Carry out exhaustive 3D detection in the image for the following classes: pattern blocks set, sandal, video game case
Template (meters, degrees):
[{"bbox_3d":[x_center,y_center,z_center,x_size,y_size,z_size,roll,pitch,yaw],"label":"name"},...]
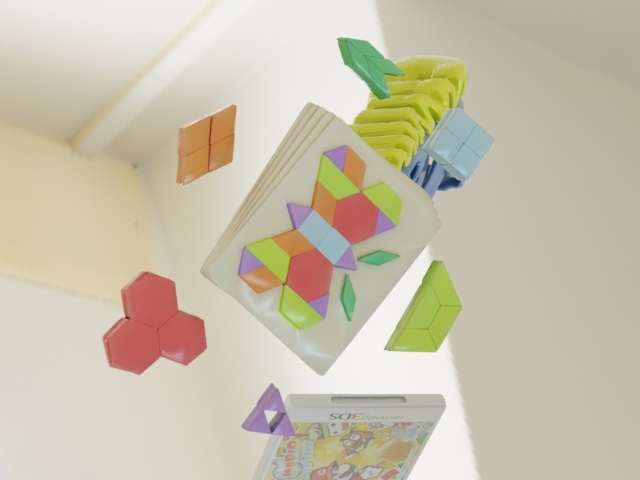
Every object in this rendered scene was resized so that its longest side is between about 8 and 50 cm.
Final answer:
[{"bbox_3d":[0.000,0.000,1.122,0.285,0.026,0.324,28,-99,-24],"label":"pattern blocks set"},{"bbox_3d":[0.067,-0.062,1.382,0.317,0.126,0.138,-43,-52,-41],"label":"sandal"},{"bbox_3d":[0.027,0.271,1.749,0.206,0.227,0.026,3,-135,-21],"label":"video game case"}]
